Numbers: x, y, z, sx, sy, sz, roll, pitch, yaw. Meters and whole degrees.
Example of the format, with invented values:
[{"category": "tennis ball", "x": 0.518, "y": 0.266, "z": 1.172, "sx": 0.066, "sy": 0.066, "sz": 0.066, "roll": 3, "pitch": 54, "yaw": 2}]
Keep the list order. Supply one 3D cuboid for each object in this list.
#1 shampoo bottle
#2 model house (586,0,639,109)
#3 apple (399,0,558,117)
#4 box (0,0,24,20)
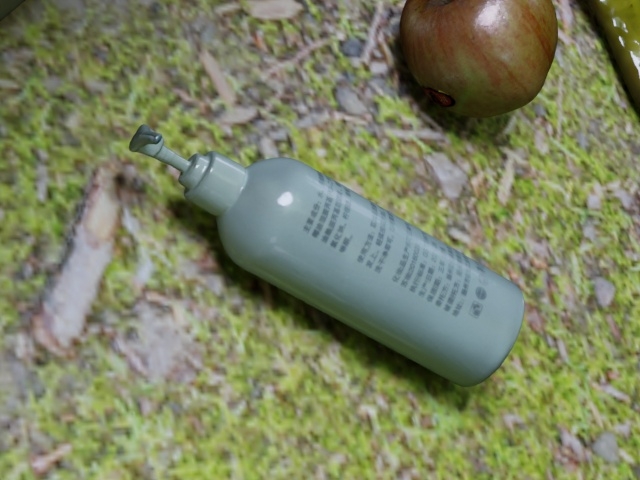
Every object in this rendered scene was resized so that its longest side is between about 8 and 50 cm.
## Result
[{"category": "shampoo bottle", "x": 0.000, "y": 0.000, "z": 0.690, "sx": 0.195, "sy": 0.056, "sz": 0.056, "roll": 30, "pitch": 51, "yaw": -19}, {"category": "model house", "x": 0.297, "y": -0.152, "z": 0.876, "sx": 0.175, "sy": 0.234, "sz": 0.193, "roll": -18, "pitch": 75, "yaw": -42}, {"category": "apple", "x": 0.082, "y": -0.105, "z": 0.797, "sx": 0.071, "sy": 0.084, "sz": 0.084, "roll": 51, "pitch": 41, "yaw": -38}, {"category": "box", "x": -0.167, "y": -0.251, "z": 0.535, "sx": 0.314, "sy": 0.312, "sz": 0.300, "roll": 45, "pitch": 49, "yaw": -6}]
